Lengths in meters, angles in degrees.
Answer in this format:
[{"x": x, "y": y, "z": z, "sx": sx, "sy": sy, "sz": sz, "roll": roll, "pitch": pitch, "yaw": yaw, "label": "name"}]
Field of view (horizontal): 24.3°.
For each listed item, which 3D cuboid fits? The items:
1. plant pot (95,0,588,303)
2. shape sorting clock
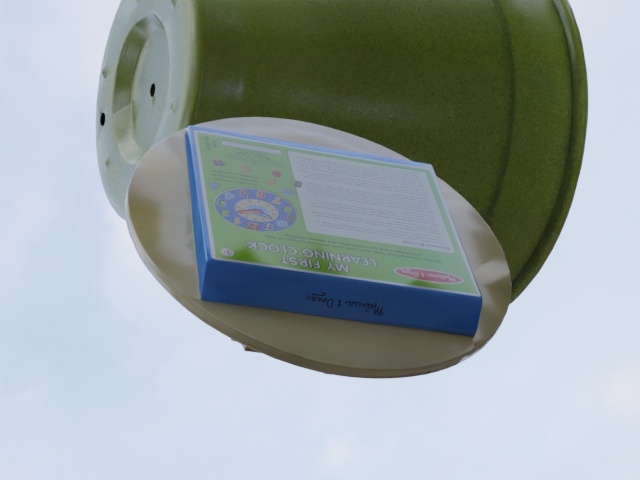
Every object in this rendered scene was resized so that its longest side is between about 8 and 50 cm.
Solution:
[{"x": -0.007, "y": -0.118, "z": 1.371, "sx": 0.353, "sy": 0.366, "sz": 0.366, "roll": 7, "pitch": -58, "yaw": -27, "label": "plant pot"}, {"x": 0.000, "y": 0.000, "z": 0.773, "sx": 0.206, "sy": 0.206, "sz": 0.040, "roll": 1, "pitch": -55, "yaw": -26, "label": "shape sorting clock"}]
